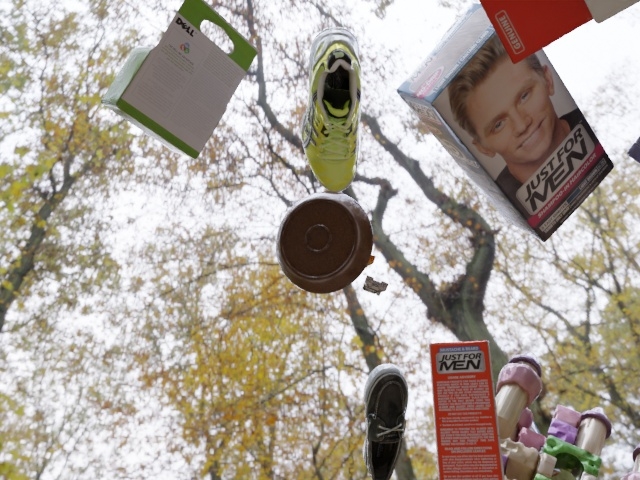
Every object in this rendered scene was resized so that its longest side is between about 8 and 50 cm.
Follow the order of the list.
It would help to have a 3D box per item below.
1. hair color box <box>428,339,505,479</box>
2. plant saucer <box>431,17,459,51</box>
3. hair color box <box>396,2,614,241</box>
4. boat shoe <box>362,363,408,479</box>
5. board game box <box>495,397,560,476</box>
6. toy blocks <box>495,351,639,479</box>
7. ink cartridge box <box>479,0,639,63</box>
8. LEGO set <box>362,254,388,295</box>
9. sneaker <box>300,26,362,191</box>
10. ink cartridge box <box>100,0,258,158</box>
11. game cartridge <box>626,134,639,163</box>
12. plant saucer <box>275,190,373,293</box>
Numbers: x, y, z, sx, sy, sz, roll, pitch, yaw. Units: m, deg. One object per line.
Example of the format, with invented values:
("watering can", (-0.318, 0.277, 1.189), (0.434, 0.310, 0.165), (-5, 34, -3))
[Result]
("hair color box", (0.122, 0.177, 0.509), (0.053, 0.168, 0.093), (-4, -25, 12))
("plant saucer", (0.291, -0.328, 1.334), (0.047, 0.258, 0.259), (-7, -64, 23))
("hair color box", (0.292, -0.168, 0.938), (0.174, 0.105, 0.347), (-49, -57, 3))
("boat shoe", (0.177, 0.483, 1.590), (0.120, 0.119, 0.336), (-3, -67, -9))
("board game box", (0.447, 0.437, 1.360), (0.027, 0.145, 0.281), (-34, -39, 19))
("toy blocks", (0.397, 0.349, 0.977), (0.288, 0.260, 0.309), (20, -57, 25))
("ink cartridge box", (0.257, -0.369, 0.687), (0.238, 0.060, 0.275), (-26, -78, 36))
("LEGO set", (0.063, 0.065, 1.523), (0.227, 0.087, 0.093), (21, -27, 7))
("sneaker", (0.022, -0.269, 1.382), (0.145, 0.147, 0.385), (-3, -54, 2))
("ink cartridge box", (-0.264, -0.316, 1.180), (0.188, 0.097, 0.255), (35, -98, -40))
("game cartridge", (0.654, -0.088, 0.905), (0.068, 0.355, 0.230), (-40, -19, -20))
("plant saucer", (0.000, 0.000, 0.975), (0.168, 0.169, 0.029), (-28, -19, 14))
